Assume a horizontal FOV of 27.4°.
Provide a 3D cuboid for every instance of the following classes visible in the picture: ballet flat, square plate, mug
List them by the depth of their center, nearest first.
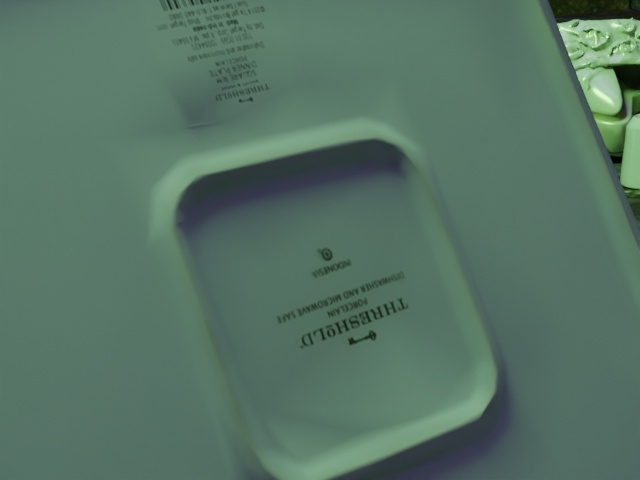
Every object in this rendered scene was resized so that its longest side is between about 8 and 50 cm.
[{"bbox_3d":[-0.007,0.025,0.412,0.347,0.344,0.049,-16,-8,-35],"label":"square plate"},{"bbox_3d":[0.305,-0.086,1.219,0.062,0.064,0.078,-9,15,-11],"label":"mug"},{"bbox_3d":[0.342,-0.146,1.325,0.409,0.147,0.147,-2,15,9],"label":"ballet flat"}]

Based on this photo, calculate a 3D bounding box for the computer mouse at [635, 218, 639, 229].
[{"bbox_3d":[0.150,0.019,0.794,0.072,0.188,0.272,-48,33,-1],"label":"computer mouse"}]
